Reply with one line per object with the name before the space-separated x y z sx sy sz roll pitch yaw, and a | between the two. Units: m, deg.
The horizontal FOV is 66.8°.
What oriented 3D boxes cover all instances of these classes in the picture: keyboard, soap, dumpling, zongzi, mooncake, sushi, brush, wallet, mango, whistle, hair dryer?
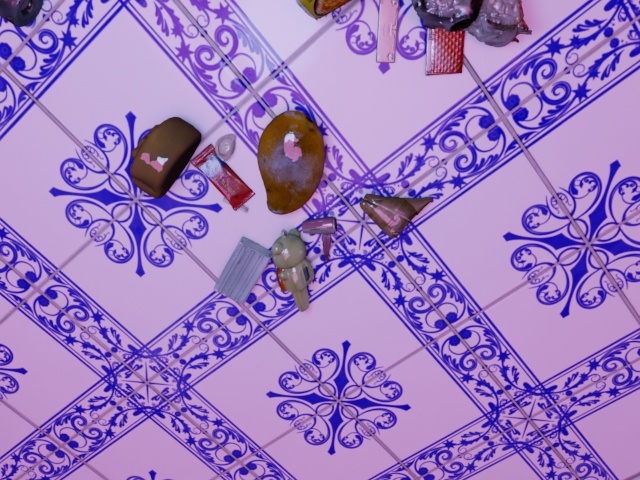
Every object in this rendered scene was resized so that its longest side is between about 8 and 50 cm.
keyboard | 0.178 -0.557 1.281 0.055 0.017 0.166 3 113 5
soap | -0.248 0.097 1.550 0.114 0.063 0.198 30 111 -9
dumpling | -0.278 -0.272 1.406 0.059 0.043 0.077 25 118 12
zongzi | 0.222 -0.114 1.442 0.160 0.078 0.176 43 98 -15
mooncake | -0.427 -0.237 1.333 0.117 0.235 0.235 32 111 -8
sushi | 0.362 -0.569 1.193 0.331 0.124 0.130 10 100 -7
brush | -0.260 -0.110 1.489 0.083 0.013 0.016 25 107 -1
wallet | 0.330 -0.540 1.280 0.103 0.020 0.197 -3 112 -2
mango | -0.087 -0.208 1.372 0.192 0.146 0.317 14 120 4
whistle | -0.084 0.094 1.517 0.106 0.131 0.289 5 120 32
hair dryer | 0.007 0.002 1.512 0.106 0.054 0.154 -8 117 10

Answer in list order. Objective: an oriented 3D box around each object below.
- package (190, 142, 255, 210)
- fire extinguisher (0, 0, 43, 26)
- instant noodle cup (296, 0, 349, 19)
package | -0.289 -0.185 1.442 0.083 0.022 0.200 -42 110 -4
fire extinguisher | -0.884 -0.719 1.215 0.376 0.113 0.200 32 68 -13
instant noodle cup | 0.025 -0.680 1.087 0.254 0.326 0.326 -28 110 22
